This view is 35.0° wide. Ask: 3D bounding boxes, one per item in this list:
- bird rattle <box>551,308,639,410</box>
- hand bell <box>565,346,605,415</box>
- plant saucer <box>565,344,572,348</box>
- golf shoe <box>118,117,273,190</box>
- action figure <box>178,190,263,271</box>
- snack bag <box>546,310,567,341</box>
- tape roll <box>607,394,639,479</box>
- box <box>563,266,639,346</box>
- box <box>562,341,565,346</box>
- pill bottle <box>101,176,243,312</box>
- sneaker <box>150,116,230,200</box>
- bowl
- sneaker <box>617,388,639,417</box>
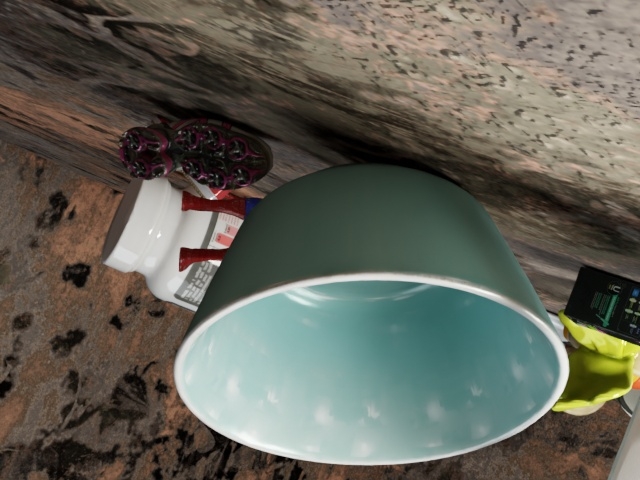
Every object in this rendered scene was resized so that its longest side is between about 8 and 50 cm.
[{"bbox_3d":[0.376,0.129,1.136,0.254,0.143,0.207,10,-172,-5],"label":"bird rattle"},{"bbox_3d":[0.481,0.224,1.737,0.126,0.126,0.242,22,163,0],"label":"hand bell"},{"bbox_3d":[0.492,0.218,2.003,0.083,0.013,0.083,22,175,2],"label":"plant saucer"},{"bbox_3d":[-0.114,-0.096,1.024,0.186,0.067,0.086,10,-155,36],"label":"golf shoe"},{"bbox_3d":[0.000,0.000,1.018,0.280,0.091,0.139,3,174,-8],"label":"action figure"},{"bbox_3d":[0.258,0.103,1.645,0.343,0.037,0.323,22,175,5],"label":"snack bag"},{"bbox_3d":[0.274,0.166,0.750,0.100,0.286,0.286,21,175,20],"label":"tape roll"},{"bbox_3d":[0.285,0.066,0.968,0.083,0.052,0.062,19,176,29],"label":"box"},{"bbox_3d":[0.361,0.217,1.980,0.207,0.114,0.036,18,174,36],"label":"box"},{"bbox_3d":[-0.165,0.028,1.704,0.363,0.210,0.210,24,175,-19],"label":"pill bottle"},{"bbox_3d":[-0.135,-0.103,1.146,0.118,0.067,0.042,53,175,-4],"label":"sneaker"},{"bbox_3d":[0.039,0.052,0.849,0.312,0.163,0.311,0,143,0],"label":"bowl"},{"bbox_3d":[0.602,0.266,1.626,0.271,0.100,0.108,13,157,43],"label":"sneaker"}]
